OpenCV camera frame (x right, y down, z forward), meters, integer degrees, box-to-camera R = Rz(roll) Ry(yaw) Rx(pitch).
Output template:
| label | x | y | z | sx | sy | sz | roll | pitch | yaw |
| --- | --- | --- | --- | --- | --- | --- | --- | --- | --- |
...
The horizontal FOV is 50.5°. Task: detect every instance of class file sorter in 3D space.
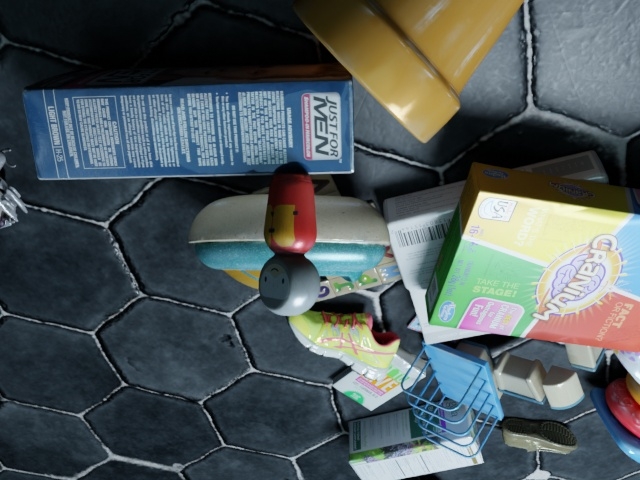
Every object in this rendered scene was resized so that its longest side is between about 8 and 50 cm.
| label | x | y | z | sx | sy | sz | roll | pitch | yaw |
| --- | --- | --- | --- | --- | --- | --- | --- | --- | --- |
| file sorter | 0.218 | 0.269 | 1.138 | 0.118 | 0.104 | 0.170 | 18 | 148 | 39 |

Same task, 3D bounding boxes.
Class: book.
| label | x | y | z | sx | sy | sz | roll | pitch | yaw |
| --- | --- | --- | --- | --- | --- | --- | --- | --- | --- |
| book | 0.104 | 0.241 | 1.214 | 0.096 | 0.035 | 0.144 | 34 | 124 | -19 |

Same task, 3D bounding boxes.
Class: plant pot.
| label | x | y | z | sx | sy | sz | roll | pitch | yaw |
| --- | --- | --- | --- | --- | --- | --- | --- | --- | --- |
| plant pot | 0.107 | -0.240 | 0.709 | 0.188 | 0.205 | 0.205 | -44 | 118 | 14 |

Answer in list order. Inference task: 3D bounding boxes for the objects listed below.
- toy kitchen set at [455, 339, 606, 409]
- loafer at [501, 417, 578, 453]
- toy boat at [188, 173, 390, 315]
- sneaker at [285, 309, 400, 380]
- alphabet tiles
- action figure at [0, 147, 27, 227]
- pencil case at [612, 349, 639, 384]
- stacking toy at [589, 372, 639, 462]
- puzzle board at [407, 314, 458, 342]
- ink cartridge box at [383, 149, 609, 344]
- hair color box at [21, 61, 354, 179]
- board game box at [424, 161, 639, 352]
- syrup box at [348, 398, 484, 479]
| label | x | y | z | sx | sy | sz | roll | pitch | yaw |
| --- | --- | --- | --- | --- | --- | --- | --- | --- | --- |
| toy kitchen set | 0.362 | 0.196 | 1.147 | 0.207 | 0.166 | 0.122 | 11 | 142 | 44 |
| loafer | 0.417 | 0.378 | 1.305 | 0.148 | 0.056 | 0.050 | 14 | 131 | 3 |
| toy boat | -0.039 | 0.012 | 0.844 | 0.267 | 0.318 | 0.148 | 1 | 87 | -2 |
| sneaker | 0.040 | 0.146 | 1.112 | 0.208 | 0.081 | 0.094 | 28 | 109 | -20 |
| alphabet tiles | 0.000 | 0.000 | 1.024 | 0.198 | 0.009 | 0.237 | -16 | 128 | 15 |
| action figure | -0.532 | -0.062 | 0.937 | 0.285 | 0.099 | 0.185 | -27 | 118 | 18 |
| pencil case | 0.566 | 0.110 | 1.012 | 0.124 | 0.113 | 0.273 | 37 | 115 | -23 |
| stacking toy | 0.600 | 0.216 | 1.113 | 0.175 | 0.166 | 0.302 | 16 | 118 | -11 |
| puzzle board | 0.216 | 0.119 | 1.116 | 0.096 | 0.011 | 0.128 | 20 | 129 | -14 |
| ink cartridge box | 0.266 | 0.022 | 0.997 | 0.296 | 0.066 | 0.261 | -12 | 129 | 13 |
| hair color box | -0.135 | -0.144 | 0.788 | 0.347 | 0.174 | 0.105 | -1 | 111 | 2 |
| board game box | 0.326 | 0.032 | 0.918 | 0.316 | 0.064 | 0.242 | 8 | 129 | -4 |
| syrup box | 0.178 | 0.381 | 1.286 | 0.237 | 0.093 | 0.096 | -17 | 127 | 16 |
